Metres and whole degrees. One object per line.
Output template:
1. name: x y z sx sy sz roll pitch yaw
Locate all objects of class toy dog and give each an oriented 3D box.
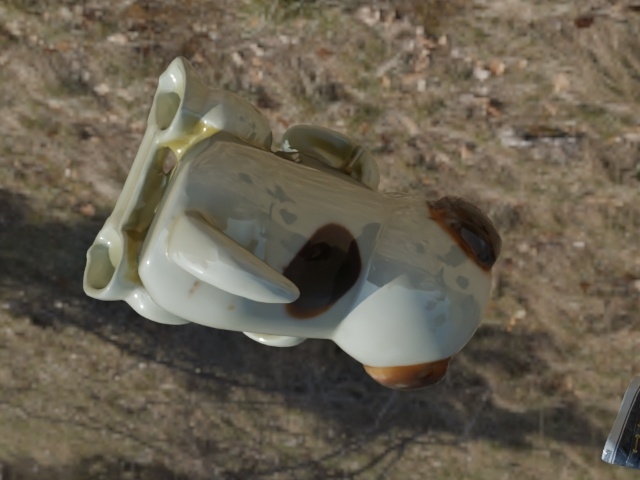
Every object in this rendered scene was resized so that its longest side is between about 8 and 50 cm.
1. toy dog: 0.000 0.000 1.164 0.407 0.285 0.395 20 178 -24

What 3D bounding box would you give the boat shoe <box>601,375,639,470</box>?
1. boat shoe: 0.513 0.297 1.692 0.083 0.065 0.183 19 -135 19
